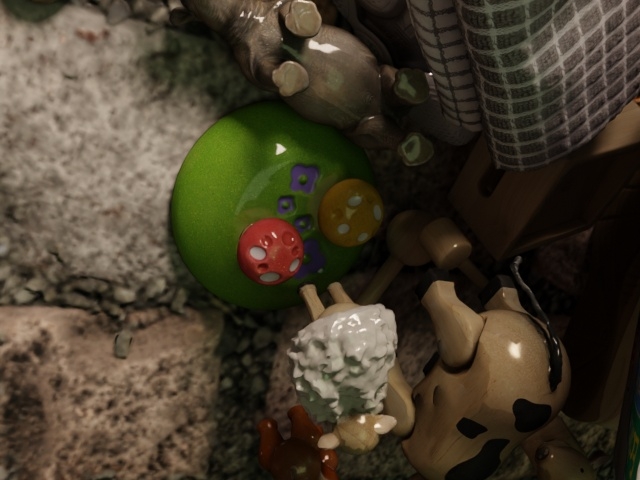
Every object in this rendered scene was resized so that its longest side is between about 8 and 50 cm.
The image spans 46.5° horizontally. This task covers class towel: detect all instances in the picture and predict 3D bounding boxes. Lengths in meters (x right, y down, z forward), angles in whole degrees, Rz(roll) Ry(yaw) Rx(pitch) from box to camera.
[{"bbox_3d":[0.189,-0.197,0.463,0.284,0.121,0.235,-42,150,0],"label":"towel"}]

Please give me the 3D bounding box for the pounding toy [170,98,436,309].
[{"bbox_3d":[0.000,0.000,0.609,0.237,0.110,0.183,39,89,-30],"label":"pounding toy"}]

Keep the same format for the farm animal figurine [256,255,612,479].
[{"bbox_3d":[0.124,0.171,0.630,0.330,0.172,0.327,-6,134,-18],"label":"farm animal figurine"}]

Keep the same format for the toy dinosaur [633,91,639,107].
[{"bbox_3d":[0.282,-0.258,0.662,0.218,0.164,0.322,-19,138,-4],"label":"toy dinosaur"}]

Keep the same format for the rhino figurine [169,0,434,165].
[{"bbox_3d":[-0.024,-0.140,0.548,0.243,0.106,0.073,29,97,-17],"label":"rhino figurine"}]

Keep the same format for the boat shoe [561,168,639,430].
[{"bbox_3d":[0.346,0.030,0.759,0.110,0.121,0.341,18,96,-11],"label":"boat shoe"}]

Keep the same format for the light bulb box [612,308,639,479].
[{"bbox_3d":[0.337,0.042,0.490,0.358,0.225,0.361,11,90,-68],"label":"light bulb box"}]

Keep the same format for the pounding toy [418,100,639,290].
[{"bbox_3d":[0.161,-0.042,0.661,0.206,0.094,0.181,-16,148,-29],"label":"pounding toy"}]

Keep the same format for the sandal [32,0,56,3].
[{"bbox_3d":[-0.151,-0.239,0.491,0.072,0.049,0.180,28,94,-30],"label":"sandal"}]

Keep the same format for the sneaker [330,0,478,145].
[{"bbox_3d":[0.093,-0.215,0.589,0.153,0.101,0.268,-43,125,-8],"label":"sneaker"}]
